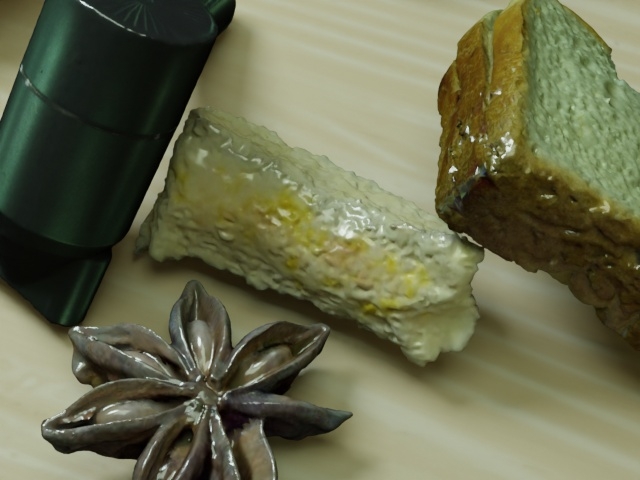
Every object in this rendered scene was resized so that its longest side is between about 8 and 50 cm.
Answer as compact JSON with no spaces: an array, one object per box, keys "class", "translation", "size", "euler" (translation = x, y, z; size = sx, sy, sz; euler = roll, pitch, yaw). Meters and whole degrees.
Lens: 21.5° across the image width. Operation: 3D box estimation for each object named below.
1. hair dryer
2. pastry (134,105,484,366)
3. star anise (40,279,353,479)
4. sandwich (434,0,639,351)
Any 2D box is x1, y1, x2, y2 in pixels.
[{"class":"hair dryer","translation":[-0.140,-0.097,1.242],"size":[0.116,0.244,0.302],"euler":[31,27,5]},{"class":"pastry","translation":[-0.001,-0.006,1.188],"size":[0.258,0.121,0.089],"euler":[20,34,12]},{"class":"star anise","translation":[-0.091,0.110,1.129],"size":[0.197,0.073,0.212],"euler":[28,51,14]},{"class":"sandwich","translation":[0.212,-0.038,1.205],"size":[0.288,0.099,0.254],"euler":[35,30,-14]}]
